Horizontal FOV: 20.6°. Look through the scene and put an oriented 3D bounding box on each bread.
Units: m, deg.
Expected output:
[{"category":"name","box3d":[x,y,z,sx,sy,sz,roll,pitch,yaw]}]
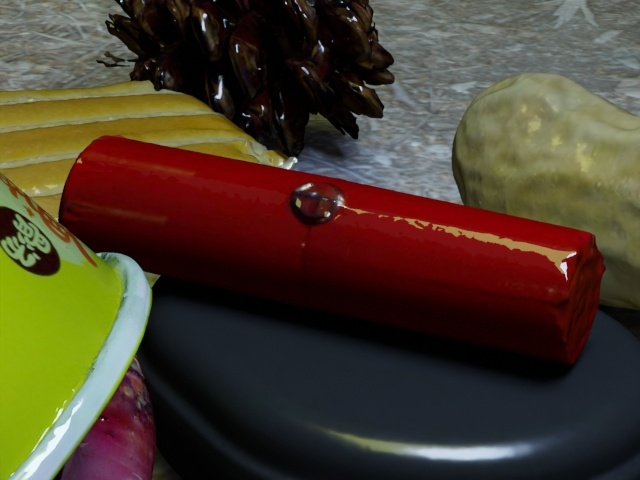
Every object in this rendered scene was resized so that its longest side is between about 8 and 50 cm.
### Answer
[{"category":"bread","box3d":[-0.136,-0.014,1.095,0.246,0.111,0.239,-9,27,-30]}]

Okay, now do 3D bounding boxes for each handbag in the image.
[{"category":"handbag","box3d":[0.042,0.080,0.908,0.254,0.093,0.308,-9,25,-28]}]

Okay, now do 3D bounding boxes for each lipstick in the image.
[{"category":"lipstick","box3d":[0.000,0.001,0.882,0.280,0.073,0.073,12,24,23]}]

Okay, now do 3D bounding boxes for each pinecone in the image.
[{"category":"pinecone","box3d":[-0.059,-0.152,1.338,0.221,0.221,0.221,2,22,-1]}]

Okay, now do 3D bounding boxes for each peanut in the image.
[{"category":"peanut","box3d":[0.208,-0.019,1.099,0.313,0.149,0.149,19,28,41]}]

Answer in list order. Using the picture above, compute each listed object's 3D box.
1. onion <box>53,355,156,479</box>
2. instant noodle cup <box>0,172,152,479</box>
[{"category":"onion","box3d":[-0.115,0.112,0.809,0.140,0.150,0.150,24,5,-40]},{"category":"instant noodle cup","box3d":[-0.242,0.031,0.623,0.311,0.221,0.311,-35,17,12]}]
